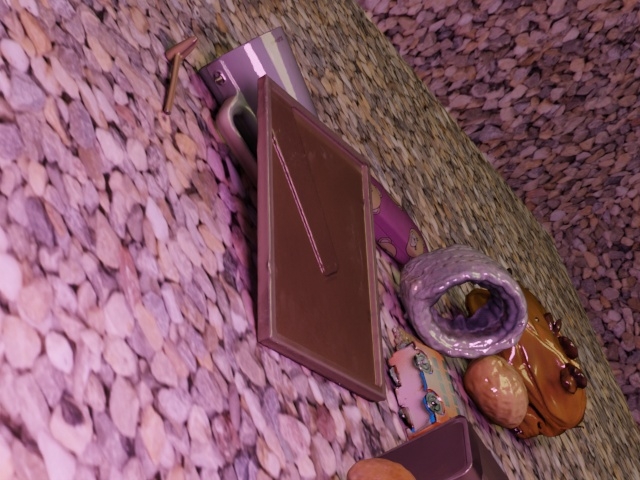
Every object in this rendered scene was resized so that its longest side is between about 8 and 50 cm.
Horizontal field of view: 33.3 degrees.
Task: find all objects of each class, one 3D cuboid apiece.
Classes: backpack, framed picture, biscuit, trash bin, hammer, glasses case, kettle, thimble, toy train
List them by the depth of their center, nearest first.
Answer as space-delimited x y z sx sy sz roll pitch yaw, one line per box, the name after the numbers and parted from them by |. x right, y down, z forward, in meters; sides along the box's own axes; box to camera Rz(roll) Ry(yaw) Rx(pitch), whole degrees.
0.201 0.398 1.540 0.240 0.164 0.122 54 19 -23 | trash bin
0.000 0.000 1.675 0.326 0.028 0.446 36 44 -49 | framed picture
-0.220 -0.256 1.676 0.028 0.060 0.195 47 25 -32 | hammer
-0.094 -0.212 1.810 0.210 0.160 0.243 -37 101 -54 | kettle
0.177 0.257 1.814 0.099 0.072 0.188 26 38 -38 | toy train
0.187 0.230 1.997 0.203 0.016 0.144 35 29 -52 | biscuit
0.272 0.120 2.072 0.250 0.204 0.172 20 15 -12 | thimble
0.127 -0.049 2.195 0.316 0.076 0.123 44 23 -37 | glasses case
0.462 0.256 2.380 0.378 0.201 0.353 60 14 -5 | backpack

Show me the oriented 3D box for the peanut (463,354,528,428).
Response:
0.358 0.301 2.176 0.159 0.109 0.140 55 4 -22 | peanut

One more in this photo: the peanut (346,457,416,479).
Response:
0.101 0.379 1.354 0.129 0.129 0.224 13 50 -65 | peanut
